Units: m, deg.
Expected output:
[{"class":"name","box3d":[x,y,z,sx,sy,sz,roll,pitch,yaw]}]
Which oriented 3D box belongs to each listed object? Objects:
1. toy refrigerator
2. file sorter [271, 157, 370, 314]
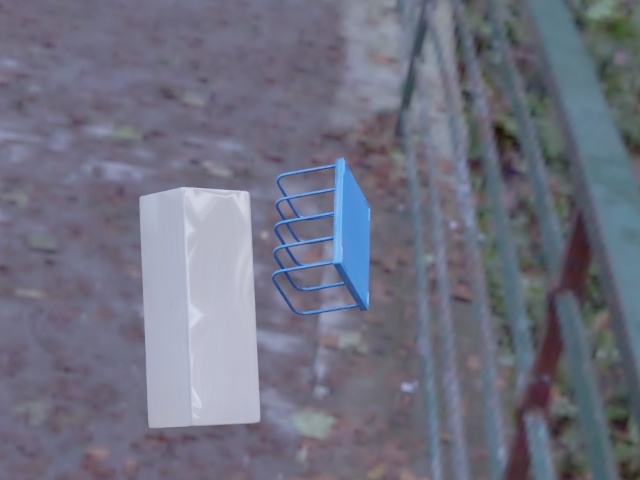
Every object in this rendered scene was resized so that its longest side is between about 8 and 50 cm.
[{"class":"toy refrigerator","box3d":[-0.142,0.080,2.040,0.102,0.269,0.094,2,-8,-42]},{"class":"file sorter","box3d":[0.000,0.000,2.359,0.104,0.118,0.170,-11,53,17]}]
